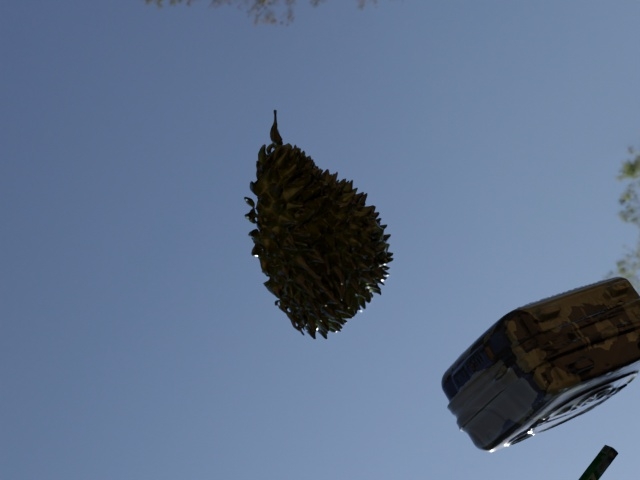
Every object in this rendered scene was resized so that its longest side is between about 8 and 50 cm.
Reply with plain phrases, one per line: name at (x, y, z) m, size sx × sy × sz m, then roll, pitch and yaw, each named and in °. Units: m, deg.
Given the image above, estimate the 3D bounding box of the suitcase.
suitcase at (0.372, 0.216, 1.562) m, size 0.351 × 0.339 × 0.194 m, roll -12°, pitch -119°, yaw -35°

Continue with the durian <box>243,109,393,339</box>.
durian at (0.008, 0.001, 0.819) m, size 0.221 × 0.095 × 0.137 m, roll 56°, pitch -149°, yaw -39°

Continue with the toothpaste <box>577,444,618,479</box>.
toothpaste at (0.406, 0.339, 1.354) m, size 0.017 × 0.020 × 0.083 m, roll 44°, pitch -102°, yaw -13°
